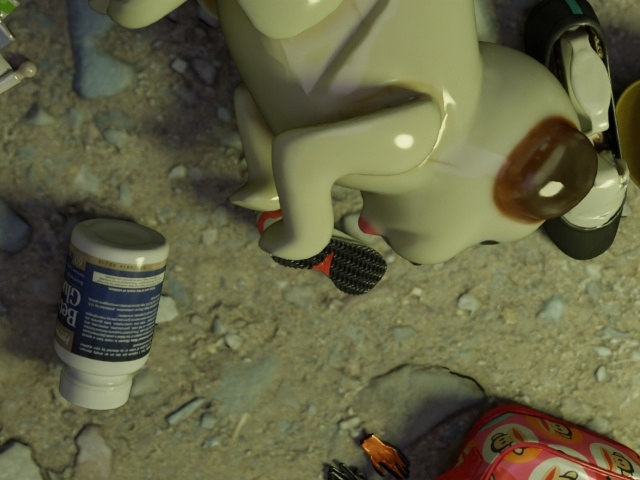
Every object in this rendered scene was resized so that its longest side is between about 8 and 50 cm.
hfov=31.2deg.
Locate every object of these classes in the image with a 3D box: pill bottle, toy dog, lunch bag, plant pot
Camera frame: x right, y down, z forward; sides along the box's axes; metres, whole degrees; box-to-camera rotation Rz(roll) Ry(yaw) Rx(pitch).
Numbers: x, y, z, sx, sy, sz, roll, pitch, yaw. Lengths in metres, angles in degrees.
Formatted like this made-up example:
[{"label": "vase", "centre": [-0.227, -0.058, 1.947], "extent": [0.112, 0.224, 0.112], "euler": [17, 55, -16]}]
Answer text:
[{"label": "pill bottle", "centre": [-0.205, 0.072, 1.105], "extent": [0.094, 0.094, 0.169], "euler": [9, 107, -11]}, {"label": "toy dog", "centre": [0.054, -0.158, 0.997], "extent": [0.395, 0.284, 0.408], "euler": [-46, 111, -10]}, {"label": "lunch bag", "centre": [0.209, 0.333, 1.244], "extent": [0.258, 0.120, 0.293], "euler": [22, 105, -14]}, {"label": "plant pot", "centre": [0.367, -0.110, 1.117], "extent": [0.095, 0.134, 0.134], "euler": [-26, 113, -27]}]

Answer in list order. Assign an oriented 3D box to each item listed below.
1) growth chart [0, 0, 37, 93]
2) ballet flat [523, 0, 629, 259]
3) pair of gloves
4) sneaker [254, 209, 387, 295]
[{"label": "growth chart", "centre": [-0.358, -0.216, 1.020], "extent": [0.172, 0.021, 0.237], "euler": [-25, 111, 1]}, {"label": "ballet flat", "centre": [0.248, -0.096, 1.110], "extent": [0.095, 0.096, 0.281], "euler": [-16, 111, -4]}, {"label": "pair of gloves", "centre": [0.053, 0.253, 1.251], "extent": [0.083, 0.010, 0.074], "euler": [-40, 111, 10]}, {"label": "sneaker", "centre": [0.000, 0.000, 1.131], "extent": [0.161, 0.075, 0.057], "euler": [21, 114, -43]}]
